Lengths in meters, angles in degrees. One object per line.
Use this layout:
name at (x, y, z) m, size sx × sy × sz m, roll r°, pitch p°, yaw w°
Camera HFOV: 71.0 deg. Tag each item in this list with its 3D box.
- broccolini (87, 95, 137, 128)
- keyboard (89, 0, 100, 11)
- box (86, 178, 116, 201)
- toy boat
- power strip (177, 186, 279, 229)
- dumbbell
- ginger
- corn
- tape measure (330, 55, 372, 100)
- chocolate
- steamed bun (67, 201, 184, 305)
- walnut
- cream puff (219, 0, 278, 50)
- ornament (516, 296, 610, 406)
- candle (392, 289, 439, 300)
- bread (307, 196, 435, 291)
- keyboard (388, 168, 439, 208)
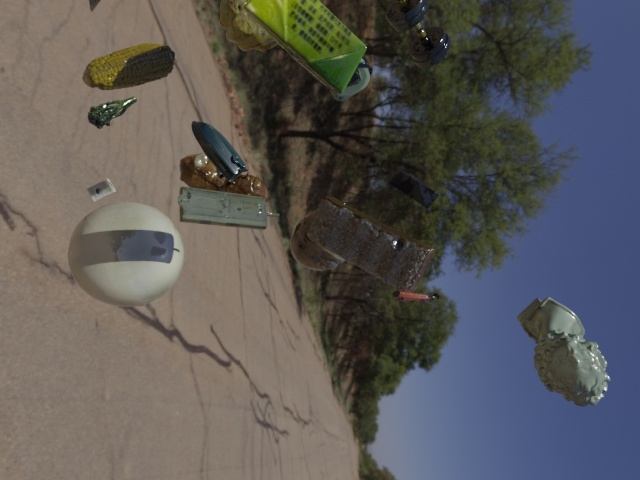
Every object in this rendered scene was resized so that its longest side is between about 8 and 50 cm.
broccolini at (-0.786, -0.498, 1.706) m, size 0.068 × 0.202 × 0.091 m, roll 23°, pitch -34°, yaw 49°
keyboard at (-0.839, -0.894, 1.662) m, size 0.155 × 0.010 × 0.053 m, roll 13°, pitch -69°, yaw 52°
box at (-0.794, -0.182, 1.625) m, size 0.054 × 0.083 × 0.024 m, roll 63°, pitch -1°, yaw -12°
toy boat at (-0.359, -0.312, 1.549) m, size 0.246 × 0.103 × 0.093 m, roll 51°, pitch 40°, yaw -11°
power strip at (-0.226, -0.078, 1.131) m, size 0.034 × 0.268 × 0.092 m, roll -44°, pitch -132°, yaw 50°
dumbbell at (0.428, -0.918, 1.950) m, size 0.388 × 0.185 × 0.185 m, roll 38°, pitch 33°, yaw -41°
ginger at (-0.407, -0.253, 1.947) m, size 0.254 × 0.418 × 0.176 m, roll -40°, pitch -161°, yaw 40°
corn at (-0.489, -0.452, 1.171) m, size 0.262 × 0.097 × 0.097 m, roll -38°, pitch 132°, yaw -38°
tape measure at (0.100, -0.710, 1.867) m, size 0.235 × 0.207 × 0.115 m, roll 44°, pitch 26°, yaw -53°
chocolate at (-0.030, -0.521, 1.138) m, size 0.289 × 0.137 × 0.301 m, roll 37°, pitch 15°, yaw -16°
steamed bun at (-0.565, 0.033, 1.315) m, size 0.206 × 0.324 × 0.324 m, roll 117°, pitch -32°, yaw -63°
walnut at (-0.001, -0.001, 1.772) m, size 0.248 × 0.248 × 0.248 m, roll -8°, pitch 90°, yaw -89°
cream puff at (-0.278, -0.982, 1.981) m, size 0.324 × 0.291 × 0.257 m, roll -57°, pitch -166°, yaw -3°
ornament at (0.482, 0.202, 0.917) m, size 0.120 × 0.130 × 0.285 m, roll -50°, pitch -171°, yaw 23°
candle at (0.232, 0.135, 1.081) m, size 0.021 × 0.167 × 0.026 m, roll 38°, pitch -69°, yaw 45°
bread at (0.154, 0.006, 1.483) m, size 0.113 × 0.416 × 0.165 m, roll -10°, pitch 124°, yaw -61°
keyboard at (0.370, -0.206, 1.779) m, size 0.074 × 0.196 × 0.015 m, roll -56°, pitch -174°, yaw 21°
